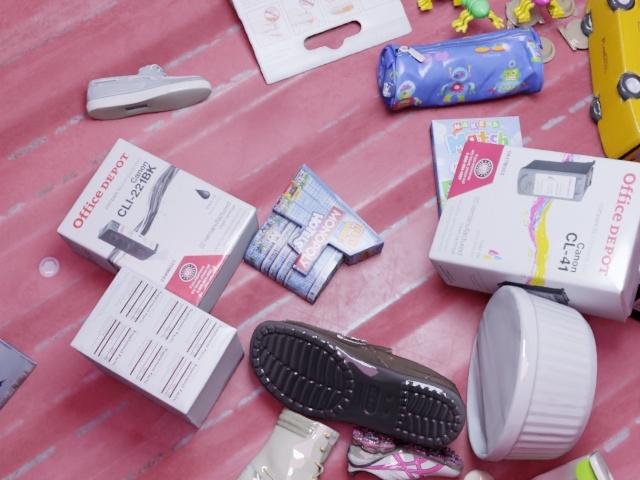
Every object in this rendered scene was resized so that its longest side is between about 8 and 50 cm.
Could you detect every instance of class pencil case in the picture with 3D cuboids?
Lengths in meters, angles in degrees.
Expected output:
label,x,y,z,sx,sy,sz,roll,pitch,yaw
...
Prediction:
label,x,y,z,sx,sy,sz,roll,pitch,yaw
pencil case,0.251,-0.312,1.638,0.306,0.133,0.119,-8,58,-5

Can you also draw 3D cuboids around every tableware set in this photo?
label,x,y,z,sx,sy,sz,roll,pitch,yaw
tableware set,0.439,-0.410,1.733,0.169,0.020,0.141,-17,73,-8

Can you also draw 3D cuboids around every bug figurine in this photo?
label,x,y,z,sx,sy,sz,roll,pitch,yaw
bug figurine,0.329,-0.470,1.692,0.279,0.072,0.216,-10,39,-6

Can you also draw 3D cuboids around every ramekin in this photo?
label,x,y,z,sx,sy,sz,roll,pitch,yaw
ramekin,0.320,0.210,1.392,0.127,0.273,0.272,10,71,-5

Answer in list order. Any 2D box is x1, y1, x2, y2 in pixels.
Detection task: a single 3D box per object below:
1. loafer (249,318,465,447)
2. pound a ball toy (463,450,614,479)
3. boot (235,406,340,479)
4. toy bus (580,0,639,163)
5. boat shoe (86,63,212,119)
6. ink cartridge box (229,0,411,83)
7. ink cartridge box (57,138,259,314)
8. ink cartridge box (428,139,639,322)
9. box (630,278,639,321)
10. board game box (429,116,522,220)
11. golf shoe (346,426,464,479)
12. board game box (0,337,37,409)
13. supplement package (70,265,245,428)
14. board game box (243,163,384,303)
label,x,y,z,sx,sy,sz,roll,pitch,yaw
loafer,0.058,0.226,1.469,0.366,0.130,0.133,22,104,12
pound a ball toy,0.383,0.467,1.394,0.208,0.136,0.319,-29,73,16
boot,-0.008,0.376,1.427,0.213,0.077,0.165,30,71,12
toy bus,0.564,-0.308,1.645,0.130,0.108,0.332,5,70,-14
boat shoe,-0.312,-0.278,1.640,0.228,0.079,0.081,-10,76,-1
ink cartridge box,-0.038,-0.518,1.746,0.308,0.091,0.384,-22,90,-9
ink cartridge box,-0.269,-0.018,1.534,0.273,0.114,0.197,27,73,9
ink cartridge box,0.355,-0.021,1.449,0.306,0.131,0.226,10,70,28
box,0.569,0.044,1.510,0.093,0.156,0.158,26,72,8
board game box,0.284,-0.116,1.619,0.160,0.039,0.211,-3,71,-2
golf shoe,0.133,0.353,1.451,0.186,0.067,0.085,13,103,-2
board game box,-0.581,0.260,1.326,0.066,0.318,0.318,33,73,10
supplement package,-0.246,0.172,1.427,0.203,0.194,0.149,29,74,8
board game box,0.000,0.000,1.563,0.194,0.060,0.194,31,73,10
